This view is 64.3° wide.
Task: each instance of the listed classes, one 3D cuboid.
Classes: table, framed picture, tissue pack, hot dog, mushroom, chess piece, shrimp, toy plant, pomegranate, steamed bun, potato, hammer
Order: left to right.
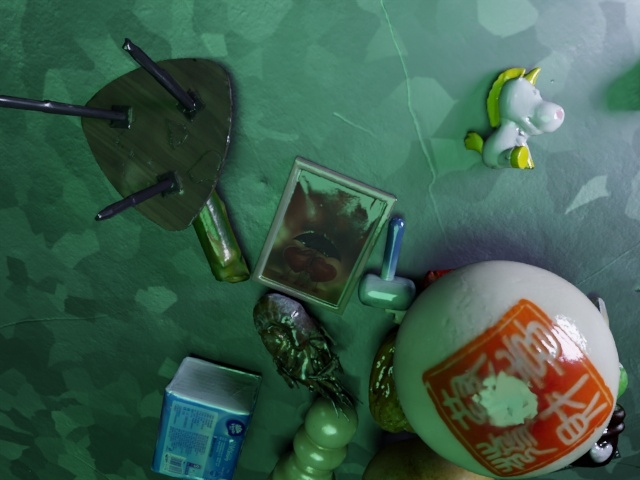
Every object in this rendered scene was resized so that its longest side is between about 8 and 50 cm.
[{"bbox_3d":[-0.312,-0.193,0.823,0.318,0.249,0.317,1,95,14],"label":"table"},{"bbox_3d":[-0.268,0.430,1.196,0.198,0.146,0.263,16,115,-1],"label":"tissue pack"},{"bbox_3d":[-0.017,0.250,1.094,0.145,0.116,0.343,-33,101,23],"label":"shrimp"},{"bbox_3d":[-0.004,0.496,1.193,0.167,0.167,0.299,22,111,-3],"label":"chess piece"},{"bbox_3d":[0.000,0.000,1.034,0.211,0.020,0.289,22,115,-3],"label":"framed picture"},{"bbox_3d":[0.141,0.046,1.011,0.116,0.069,0.193,9,111,5],"label":"hammer"},{"bbox_3d":[0.180,0.161,1.080,0.101,0.019,0.049,30,117,-6],"label":"mushroom"},{"bbox_3d":[0.200,0.326,1.089,0.196,0.122,0.272,3,118,5],"label":"hot dog"},{"bbox_3d":[0.235,0.575,1.102,0.319,0.319,0.319,3,115,7],"label":"pomegranate"},{"bbox_3d":[0.304,0.221,0.851,0.375,0.241,0.374,0,92,10],"label":"steamed bun"},{"bbox_3d":[0.510,0.325,1.040,0.218,0.175,0.235,-1,87,1],"label":"toy plant"},{"bbox_3d":[0.553,0.154,1.021,0.037,0.036,0.093,-7,97,50],"label":"potato"}]

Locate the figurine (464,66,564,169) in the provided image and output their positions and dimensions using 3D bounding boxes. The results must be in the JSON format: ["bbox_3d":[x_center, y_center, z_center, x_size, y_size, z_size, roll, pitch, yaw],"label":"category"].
[{"bbox_3d":[0.331,-0.202,0.859,0.130,0.109,0.178,32,113,17],"label":"figurine"}]

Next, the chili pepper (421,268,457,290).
[{"bbox_3d":[0.319,0.133,1.006,0.253,0.136,0.144,42,140,-3],"label":"chili pepper"}]

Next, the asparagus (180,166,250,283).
[{"bbox_3d":[-0.222,-0.048,1.010,0.082,0.085,0.343,1,119,34],"label":"asparagus"}]

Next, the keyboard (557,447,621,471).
[{"bbox_3d":[0.588,0.506,1.186,0.198,0.010,0.063,-22,108,17],"label":"keyboard"}]
